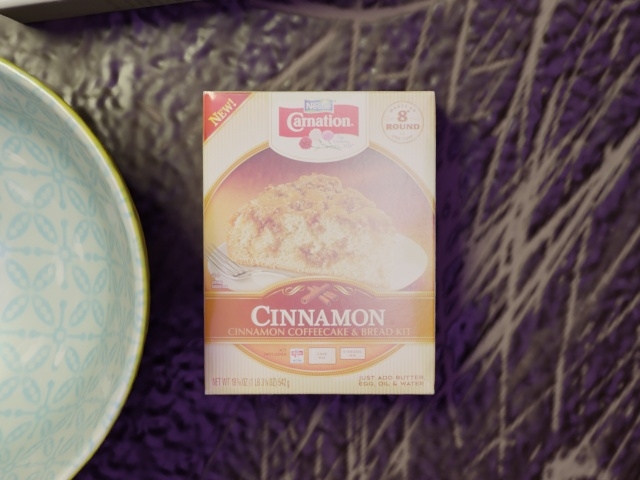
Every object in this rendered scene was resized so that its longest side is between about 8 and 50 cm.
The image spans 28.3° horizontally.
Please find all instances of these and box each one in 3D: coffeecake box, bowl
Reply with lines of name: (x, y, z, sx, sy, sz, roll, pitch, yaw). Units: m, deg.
coffeecake box: (0.000, 0.000, 0.796, 0.142, 0.068, 0.185, 0, 93, 1)
bowl: (-0.237, 0.024, 0.755, 0.289, 0.156, 0.289, 0, 94, 0)

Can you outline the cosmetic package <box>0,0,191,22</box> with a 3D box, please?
cosmetic package: (-0.091, -0.207, 0.778, 0.231, 0.085, 0.117, -6, 93, 3)
